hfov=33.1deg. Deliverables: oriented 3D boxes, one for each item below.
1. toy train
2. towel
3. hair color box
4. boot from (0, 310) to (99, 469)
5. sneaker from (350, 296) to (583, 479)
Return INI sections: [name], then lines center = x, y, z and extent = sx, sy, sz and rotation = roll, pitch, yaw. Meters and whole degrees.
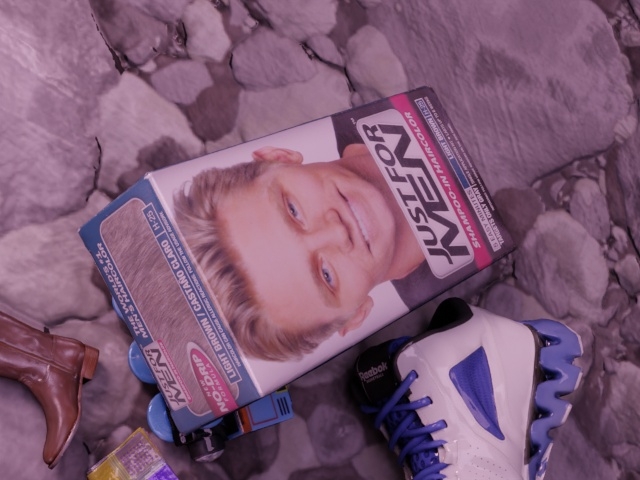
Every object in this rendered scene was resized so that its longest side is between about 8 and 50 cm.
[toy train]
center = -0.096, 0.082, 0.863
extent = 0.105, 0.080, 0.184
rotation = -11, 77, -38
[towel]
center = -0.139, 0.196, 0.842
extent = 0.060, 0.009, 0.083
rotation = -35, 92, -31
[hair color box]
center = 0.000, 0.000, 0.865
extent = 0.347, 0.105, 0.174
rotation = -25, 86, -47
[boot]
center = -0.233, 0.106, 0.806
extent = 0.114, 0.037, 0.106
rotation = 25, 52, -22
[sneaker]
center = 0.102, 0.178, 0.914
extent = 0.182, 0.127, 0.315
rotation = 26, 58, -14
